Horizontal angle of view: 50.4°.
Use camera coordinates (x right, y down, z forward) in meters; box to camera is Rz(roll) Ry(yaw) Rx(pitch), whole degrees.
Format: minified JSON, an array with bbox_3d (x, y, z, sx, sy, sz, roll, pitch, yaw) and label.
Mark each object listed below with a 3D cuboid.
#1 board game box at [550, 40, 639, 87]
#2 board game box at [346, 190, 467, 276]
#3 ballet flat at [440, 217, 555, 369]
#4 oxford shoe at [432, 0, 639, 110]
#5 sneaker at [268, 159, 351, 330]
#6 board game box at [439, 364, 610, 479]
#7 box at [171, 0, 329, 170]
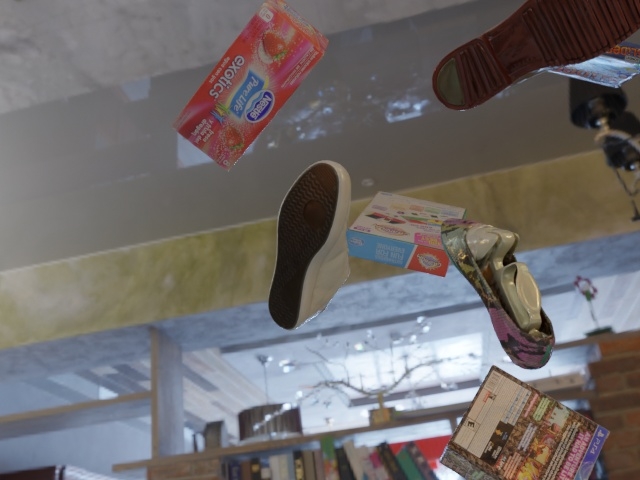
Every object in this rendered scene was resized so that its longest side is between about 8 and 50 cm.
[{"bbox_3d":[0.465,-0.330,1.220,0.201,0.035,0.136,14,-2,2],"label":"board game box"},{"bbox_3d":[0.214,-0.025,1.652,0.242,0.316,0.064,13,-66,15],"label":"board game box"},{"bbox_3d":[0.209,0.040,0.782,0.077,0.221,0.079,-6,-38,-19],"label":"ballet flat"},{"bbox_3d":[0.341,-0.319,1.057,0.348,0.123,0.130,-20,10,24],"label":"oxford shoe"},{"bbox_3d":[0.000,0.000,1.068,0.123,0.106,0.290,-18,-45,-46],"label":"sneaker"},{"bbox_3d":[0.459,0.472,1.553,0.291,0.232,0.141,30,-27,18],"label":"board game box"},{"bbox_3d":[-0.132,-0.303,1.311,0.142,0.154,0.300,38,-69,-13],"label":"box"}]
